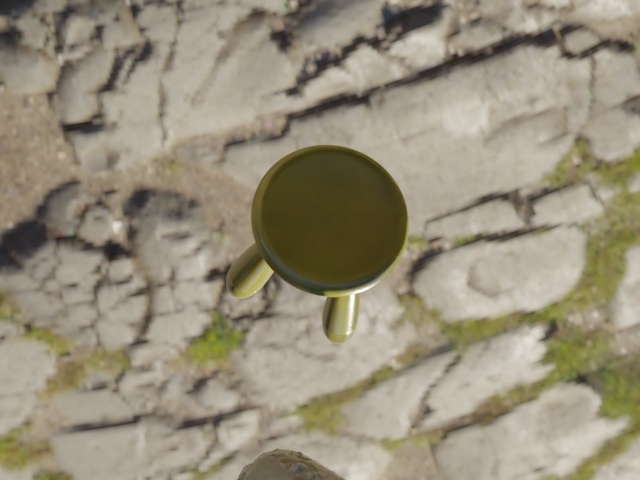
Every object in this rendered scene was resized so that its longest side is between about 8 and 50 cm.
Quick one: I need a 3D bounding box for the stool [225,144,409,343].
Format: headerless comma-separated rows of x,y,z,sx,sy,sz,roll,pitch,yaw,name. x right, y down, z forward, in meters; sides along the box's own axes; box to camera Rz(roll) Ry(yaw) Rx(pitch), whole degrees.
0.000,0.000,1.113,0.134,0.135,0.110,-18,165,-16,stool

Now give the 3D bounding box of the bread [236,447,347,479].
0.040,0.247,1.090,0.337,0.183,0.102,41,75,-31,bread
